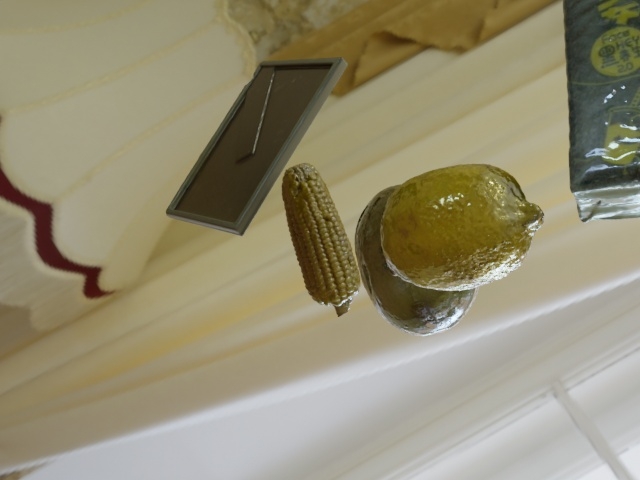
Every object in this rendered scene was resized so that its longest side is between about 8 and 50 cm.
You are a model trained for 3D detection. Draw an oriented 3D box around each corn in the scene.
[{"bbox_3d":[0.000,0.000,1.458,0.097,0.097,0.262,-72,145,-88],"label":"corn"}]

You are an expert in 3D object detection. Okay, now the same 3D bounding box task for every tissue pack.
[{"bbox_3d":[0.289,-0.149,0.694,0.081,0.185,0.257,48,42,-56],"label":"tissue pack"}]

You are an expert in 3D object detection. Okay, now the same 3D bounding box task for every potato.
[{"bbox_3d":[0.116,0.018,1.070,0.251,0.159,0.175,-43,147,-82],"label":"potato"}]

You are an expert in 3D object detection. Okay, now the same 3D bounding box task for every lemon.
[{"bbox_3d":[0.089,-0.009,0.559,0.082,0.110,0.082,29,53,-47],"label":"lemon"}]

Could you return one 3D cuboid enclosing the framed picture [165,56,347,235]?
[{"bbox_3d":[-0.100,-0.145,1.279,0.020,0.290,0.211,39,-16,-35],"label":"framed picture"}]
